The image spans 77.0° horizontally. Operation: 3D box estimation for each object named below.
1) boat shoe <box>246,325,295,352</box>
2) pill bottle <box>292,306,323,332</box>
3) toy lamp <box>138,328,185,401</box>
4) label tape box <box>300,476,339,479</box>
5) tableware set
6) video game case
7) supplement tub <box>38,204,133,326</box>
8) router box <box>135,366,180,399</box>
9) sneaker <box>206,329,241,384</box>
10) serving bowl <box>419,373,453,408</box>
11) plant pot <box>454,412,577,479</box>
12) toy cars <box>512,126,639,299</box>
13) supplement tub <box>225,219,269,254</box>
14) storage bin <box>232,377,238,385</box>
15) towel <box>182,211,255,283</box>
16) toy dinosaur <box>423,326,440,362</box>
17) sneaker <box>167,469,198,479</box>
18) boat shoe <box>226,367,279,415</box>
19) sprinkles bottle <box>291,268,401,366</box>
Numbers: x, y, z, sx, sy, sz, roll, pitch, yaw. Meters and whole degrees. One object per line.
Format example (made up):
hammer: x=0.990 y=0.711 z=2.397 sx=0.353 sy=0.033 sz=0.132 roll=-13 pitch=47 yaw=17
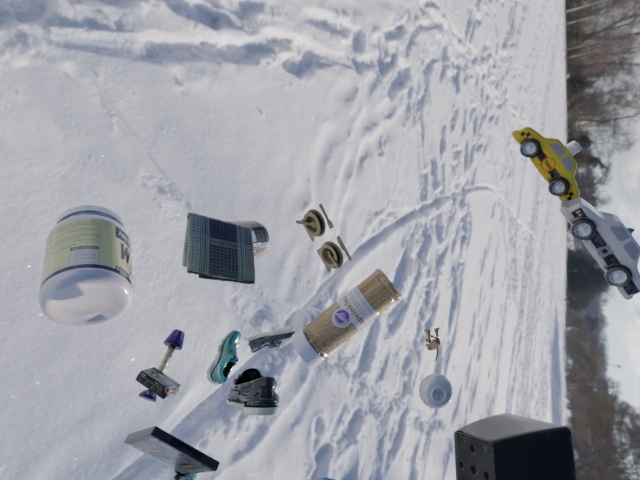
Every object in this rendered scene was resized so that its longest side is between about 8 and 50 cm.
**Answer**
boat shoe: x=-0.201 y=0.413 z=1.662 sx=0.095 sy=0.254 sz=0.079 roll=-5 pitch=76 yaw=-62
pill bottle: x=-0.019 y=0.387 z=1.820 sx=0.264 sy=0.146 sz=0.146 roll=36 pitch=57 yaw=-52
toy lamp: x=-0.614 y=0.482 z=1.577 sx=0.080 sy=0.080 sz=0.275 roll=56 pitch=41 yaw=-42
label tape box: x=-0.010 y=0.910 z=1.288 sx=0.115 sy=0.347 sz=0.249 roll=33 pitch=43 yaw=-17
tableware set: x=0.000 y=0.000 z=1.188 sx=0.039 sy=0.128 sz=0.194 roll=-24 pitch=83 yaw=-37
video game case: x=-0.502 y=0.707 z=1.346 sx=0.248 sy=0.274 sz=0.035 roll=41 pitch=44 yaw=-17
supplement tub: x=-0.704 y=0.070 z=1.227 sx=0.235 sy=0.235 sz=0.325 roll=45 pitch=15 yaw=-49
router box: x=-0.551 y=0.484 z=1.372 sx=0.038 sy=0.122 sz=0.092 roll=-59 pitch=171 yaw=-7
sneaker: x=-0.431 y=0.557 z=1.916 sx=0.107 sy=0.109 sz=0.275 roll=58 pitch=37 yaw=-39
serving bowl: x=0.281 y=0.366 z=0.967 sx=0.027 sy=0.083 sz=0.083 roll=180 pitch=-93 yaw=-86
plant pot: x=0.386 y=0.471 z=0.831 sx=0.166 sy=0.188 sz=0.188 roll=6 pitch=75 yaw=-17
toy cars: x=0.485 y=-0.085 z=0.745 sx=0.176 sy=0.087 sz=0.394 roll=25 pitch=42 yaw=-36
supplement tub: x=-0.430 y=0.002 z=2.068 sx=0.338 sy=0.207 sz=0.207 roll=-9 pitch=95 yaw=-64
storage bin: x=-0.338 y=0.672 z=1.796 sx=0.091 sy=0.135 sz=0.098 roll=6 pitch=105 yaw=-27
towel: x=-0.441 y=0.041 z=1.766 sx=0.312 sy=0.056 sz=0.324 roll=15 pitch=46 yaw=-31
toy dinosaur: x=0.447 y=0.399 z=1.565 sx=0.211 sy=0.064 sz=0.112 roll=47 pitch=32 yaw=-77
sneaker: x=-0.453 y=0.928 z=1.439 sx=0.151 sy=0.255 sz=0.094 roll=-63 pitch=170 yaw=-12
boat shoe: x=-0.202 y=0.438 z=1.194 sx=0.127 sy=0.340 sz=0.113 roll=6 pitch=74 yaw=-17
sprinkles bottle: x=0.079 y=0.238 z=1.250 sx=0.121 sy=0.355 sz=0.121 roll=51 pitch=3 yaw=-4
